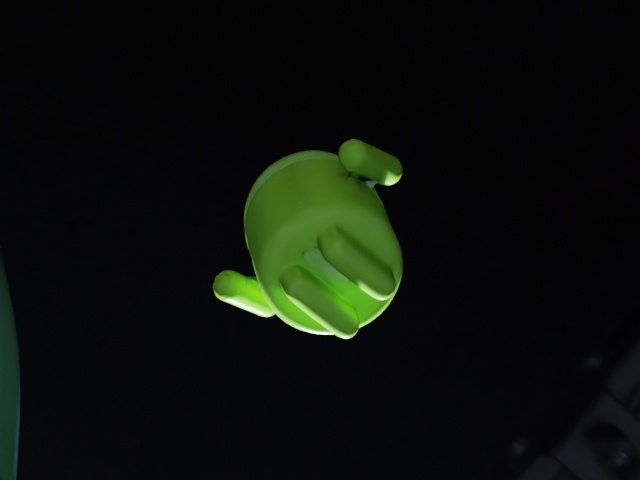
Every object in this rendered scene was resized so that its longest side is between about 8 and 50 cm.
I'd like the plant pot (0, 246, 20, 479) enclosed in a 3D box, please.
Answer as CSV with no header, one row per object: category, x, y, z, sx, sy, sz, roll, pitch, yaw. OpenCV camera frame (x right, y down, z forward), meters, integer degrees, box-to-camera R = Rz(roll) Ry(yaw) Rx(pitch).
plant pot,-0.261,0.084,0.849,0.272,0.271,0.255,-19,-106,-2

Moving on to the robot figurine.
robot figurine,0.000,0.000,0.833,0.067,0.115,0.101,36,-76,-22
